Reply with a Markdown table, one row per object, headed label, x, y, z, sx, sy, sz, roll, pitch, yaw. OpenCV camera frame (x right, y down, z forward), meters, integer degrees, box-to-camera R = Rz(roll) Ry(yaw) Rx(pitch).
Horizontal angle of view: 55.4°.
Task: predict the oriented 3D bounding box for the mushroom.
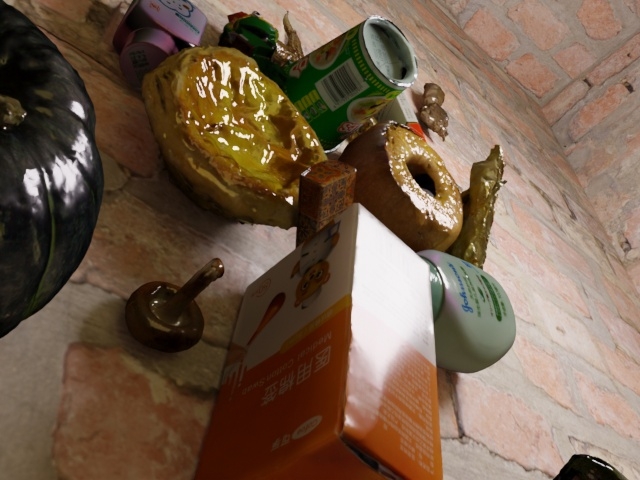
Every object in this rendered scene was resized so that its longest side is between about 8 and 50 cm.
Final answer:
| label | x | y | z | sx | sy | sz | roll | pitch | yaw |
| --- | --- | --- | --- | --- | --- | --- | --- | --- | --- |
| mushroom | -0.157 | 0.073 | 0.692 | 0.088 | 0.073 | 0.129 | 43 | 63 | 14 |

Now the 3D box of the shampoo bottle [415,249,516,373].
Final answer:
| label | x | y | z | sx | sy | sz | roll | pitch | yaw |
| --- | --- | --- | --- | --- | --- | --- | --- | --- | --- |
| shampoo bottle | 0.177 | 0.106 | 1.026 | 0.349 | 0.151 | 0.222 | 19 | 49 | -41 |

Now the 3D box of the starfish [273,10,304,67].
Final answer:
| label | x | y | z | sx | sy | sz | roll | pitch | yaw |
| --- | --- | --- | --- | --- | --- | --- | --- | --- | --- |
| starfish | -0.049 | -0.394 | 1.341 | 0.235 | 0.062 | 0.277 | -3 | 67 | -55 |

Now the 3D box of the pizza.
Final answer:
| label | x | y | z | sx | sy | sz | roll | pitch | yaw |
| --- | --- | --- | --- | --- | --- | --- | --- | --- | --- |
| pizza | 0.321 | -0.065 | 1.294 | 0.075 | 0.288 | 0.280 | 14 | 10 | 2 |

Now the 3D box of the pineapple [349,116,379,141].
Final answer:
| label | x | y | z | sx | sy | sz | roll | pitch | yaw |
| --- | --- | --- | --- | --- | --- | --- | --- | --- | --- |
| pineapple | 0.116 | -0.258 | 1.407 | 0.116 | 0.069 | 0.137 | 42 | 30 | -13 |

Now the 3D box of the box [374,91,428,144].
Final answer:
| label | x | y | z | sx | sy | sz | roll | pitch | yaw |
| --- | --- | --- | --- | --- | --- | --- | --- | --- | --- |
| box | 0.179 | -0.263 | 1.433 | 0.035 | 0.139 | 0.245 | -1 | 54 | -18 |

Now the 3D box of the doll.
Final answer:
| label | x | y | z | sx | sy | sz | roll | pitch | yaw |
| --- | --- | --- | --- | --- | --- | --- | --- | --- | --- |
| doll | -0.127 | -0.372 | 1.167 | 0.134 | 0.106 | 0.186 | 17 | 42 | -21 |

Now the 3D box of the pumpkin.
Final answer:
| label | x | y | z | sx | sy | sz | roll | pitch | yaw |
| --- | --- | --- | --- | --- | --- | --- | --- | --- | --- |
| pumpkin | -0.325 | -0.064 | 0.463 | 0.323 | 0.241 | 0.323 | 30 | 33 | -22 |

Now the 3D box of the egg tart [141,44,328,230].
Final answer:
| label | x | y | z | sx | sy | sz | roll | pitch | yaw |
| --- | --- | --- | --- | --- | --- | --- | --- | --- | --- |
| egg tart | -0.126 | -0.136 | 0.903 | 0.341 | 0.132 | 0.341 | 32 | 38 | -30 |

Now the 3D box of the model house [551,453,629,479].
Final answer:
| label | x | y | z | sx | sy | sz | roll | pitch | yaw |
| --- | --- | --- | --- | --- | --- | --- | --- | --- | --- |
| model house | 0.364 | 0.450 | 0.819 | 0.207 | 0.294 | 0.154 | 34 | 55 | 28 |

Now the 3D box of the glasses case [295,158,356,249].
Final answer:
| label | x | y | z | sx | sy | sz | roll | pitch | yaw |
| --- | --- | --- | --- | --- | --- | --- | --- | --- | --- |
| glasses case | 0.000 | 0.000 | 0.852 | 0.049 | 0.218 | 0.075 | 28 | 39 | 32 |

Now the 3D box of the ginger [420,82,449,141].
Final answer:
| label | x | y | z | sx | sy | sz | roll | pitch | yaw |
| --- | --- | --- | --- | --- | --- | --- | --- | --- | --- |
| ginger | 0.349 | -0.402 | 1.846 | 0.122 | 0.084 | 0.290 | 34 | 34 | -15 |

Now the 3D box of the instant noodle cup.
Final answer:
| label | x | y | z | sx | sy | sz | roll | pitch | yaw |
| --- | --- | --- | --- | --- | --- | --- | --- | --- | --- |
| instant noodle cup | 0.050 | -0.306 | 1.167 | 0.207 | 0.232 | 0.207 | 18 | 61 | -36 |

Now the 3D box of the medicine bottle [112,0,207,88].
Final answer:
| label | x | y | z | sx | sy | sz | roll | pitch | yaw |
| --- | --- | --- | --- | --- | --- | --- | --- | --- | --- |
| medicine bottle | -0.255 | -0.318 | 0.961 | 0.119 | 0.094 | 0.188 | 31 | 36 | -26 |

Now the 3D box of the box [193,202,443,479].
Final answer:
| label | x | y | z | sx | sy | sz | roll | pitch | yaw |
| --- | --- | --- | --- | --- | --- | --- | --- | --- | --- |
| box | 0.003 | 0.150 | 0.682 | 0.143 | 0.225 | 0.341 | 39 | 32 | -21 |

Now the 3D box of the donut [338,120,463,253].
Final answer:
| label | x | y | z | sx | sy | sz | roll | pitch | yaw |
| --- | --- | --- | --- | --- | --- | --- | --- | --- | --- |
| donut | 0.155 | -0.093 | 1.210 | 0.299 | 0.150 | 0.317 | 9 | 50 | -46 |
